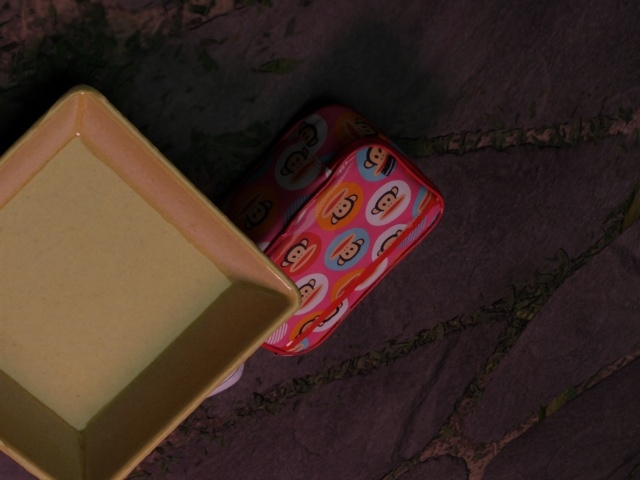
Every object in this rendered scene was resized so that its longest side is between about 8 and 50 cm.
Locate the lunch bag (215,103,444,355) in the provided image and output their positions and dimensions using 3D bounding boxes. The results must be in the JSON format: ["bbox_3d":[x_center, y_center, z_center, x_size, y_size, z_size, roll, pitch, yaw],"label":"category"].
[{"bbox_3d":[0.000,0.000,1.332,0.293,0.120,0.258,-46,143,8],"label":"lunch bag"}]

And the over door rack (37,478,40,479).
[{"bbox_3d":[-0.367,0.403,1.335,0.324,0.108,0.239,-35,142,14],"label":"over door rack"}]

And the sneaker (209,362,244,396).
[{"bbox_3d":[-0.213,0.171,1.308,0.258,0.094,0.091,-29,147,-15],"label":"sneaker"}]

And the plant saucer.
[{"bbox_3d":[-0.245,0.058,1.137,0.333,0.081,0.333,-44,115,0],"label":"plant saucer"}]
